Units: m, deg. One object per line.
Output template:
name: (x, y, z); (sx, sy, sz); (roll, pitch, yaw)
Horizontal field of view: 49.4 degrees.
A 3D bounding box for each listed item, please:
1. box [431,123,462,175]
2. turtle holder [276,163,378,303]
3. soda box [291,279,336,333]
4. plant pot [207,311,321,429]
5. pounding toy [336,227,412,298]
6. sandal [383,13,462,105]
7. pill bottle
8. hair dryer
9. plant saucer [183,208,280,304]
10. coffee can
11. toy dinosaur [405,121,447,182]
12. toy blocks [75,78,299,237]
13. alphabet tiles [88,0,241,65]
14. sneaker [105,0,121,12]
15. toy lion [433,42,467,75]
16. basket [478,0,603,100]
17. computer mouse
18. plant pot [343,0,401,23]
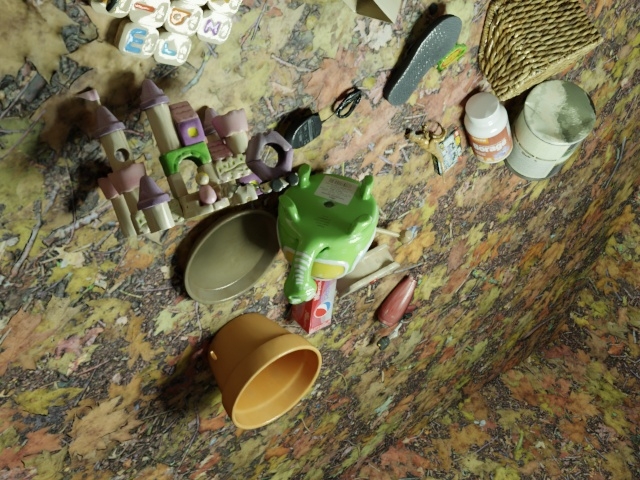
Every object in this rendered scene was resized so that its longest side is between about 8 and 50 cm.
box: (0.367, -0.261, 2.023); (0.094, 0.027, 0.137); (-41, 147, -10)
turtle holder: (0.018, -0.005, 1.647); (0.243, 0.320, 0.228); (-3, 134, -11)
soda box: (-0.018, 0.139, 1.953); (0.083, 0.092, 0.263); (-25, 141, -31)
plant pot: (-0.172, 0.335, 1.886); (0.290, 0.203, 0.291); (-30, 143, -25)
pounding toy: (0.138, 0.045, 2.053); (0.269, 0.155, 0.154); (-27, 172, -12)
sandal: (0.234, -0.441, 1.670); (0.097, 0.054, 0.254); (18, 121, -47)
pill bottle: (0.479, -0.324, 1.998); (0.121, 0.121, 0.216); (-45, 147, -3)
hair dryer: (0.275, 0.231, 2.429); (0.223, 0.080, 0.294); (-42, 156, -38)
plant saucer: (-0.213, 0.035, 1.670); (0.277, 0.041, 0.278); (-29, 142, -25)
coffee can: (0.668, -0.319, 2.068); (0.201, 0.201, 0.275); (-40, 167, -10)
toy dinosaur: (0.309, -0.265, 1.925); (0.211, 0.064, 0.112); (33, 106, -37)
toy blocks: (-0.244, -0.171, 1.231); (0.288, 0.309, 0.260); (-21, 97, -23)
alphabet tiles: (-0.240, -0.433, 1.158); (0.278, 0.021, 0.284); (-2, 126, -48)
sneaker: (-0.319, -0.393, 1.069); (0.037, 0.032, 0.083); (12, 111, -38)
toy lion: (0.327, -0.459, 1.730); (0.100, 0.034, 0.096); (-36, 170, -17)
basket: (0.561, -0.541, 1.887); (0.299, 0.223, 0.213); (-30, 177, -25)
computer mouse: (0.004, -0.283, 1.588); (0.242, 0.041, 0.071); (-36, 145, -27)
plant pot: (0.107, -0.513, 1.397); (0.109, 0.109, 0.096); (24, 94, -56)
